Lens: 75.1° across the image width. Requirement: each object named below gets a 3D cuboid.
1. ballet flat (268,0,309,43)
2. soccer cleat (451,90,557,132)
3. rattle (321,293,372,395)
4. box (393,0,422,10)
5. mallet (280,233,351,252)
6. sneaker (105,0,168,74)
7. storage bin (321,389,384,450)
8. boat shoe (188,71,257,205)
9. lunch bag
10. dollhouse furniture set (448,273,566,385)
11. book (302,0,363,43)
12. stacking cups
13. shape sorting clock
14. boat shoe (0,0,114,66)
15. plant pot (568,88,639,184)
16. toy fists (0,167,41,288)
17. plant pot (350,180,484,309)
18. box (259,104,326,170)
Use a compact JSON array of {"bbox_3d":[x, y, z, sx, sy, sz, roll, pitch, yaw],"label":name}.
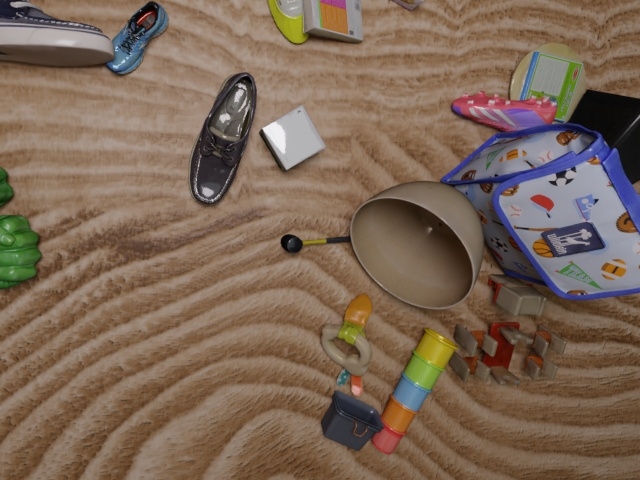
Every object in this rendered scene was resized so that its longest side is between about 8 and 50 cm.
[{"bbox_3d":[-0.076,-0.527,0.846,0.077,0.077,0.231,-17,101,-6],"label":"ballet flat"},{"bbox_3d":[0.436,-0.298,0.995,0.248,0.083,0.095,1,128,-2],"label":"soccer cleat"},{"bbox_3d":[0.084,0.254,1.011,0.130,0.142,0.199,-13,119,20],"label":"rattle"},{"bbox_3d":[0.083,-0.601,0.882,0.324,0.067,0.063,21,92,-16],"label":"box"},{"bbox_3d":[0.000,0.000,0.959,0.190,0.062,0.039,-6,100,-28],"label":"mallet"},{"bbox_3d":[-0.360,-0.395,0.796,0.063,0.073,0.162,36,89,-15],"label":"sneaker"},{"bbox_3d":[0.071,0.446,1.005,0.135,0.098,0.091,29,100,-15],"label":"storage bin"},{"bbox_3d":[-0.200,-0.208,0.849,0.103,0.092,0.285,21,92,-15],"label":"boat shoe"},{"bbox_3d":[0.489,-0.061,0.885,0.239,0.385,0.328,-42,105,-6],"label":"lunch bag"},{"bbox_3d":[0.476,0.232,1.073,0.262,0.135,0.259,3,108,-14],"label":"dollhouse furniture set"},{"bbox_3d":[0.029,-0.479,0.874,0.144,0.035,0.096,-9,99,-37],"label":"book"},{"bbox_3d":[0.224,0.375,1.040,0.096,0.096,0.316,27,95,-15],"label":"stacking cups"},{"bbox_3d":[0.566,-0.379,1.038,0.206,0.040,0.206,-2,105,-6],"label":"shape sorting clock"},{"bbox_3d":[-0.544,-0.402,0.719,0.341,0.127,0.158,-1,96,-10],"label":"boat shoe"},{"bbox_3d":[0.710,-0.234,1.017,0.188,0.187,0.167,28,107,-26],"label":"plant pot"},{"bbox_3d":[-0.632,-0.041,0.766,0.142,0.096,0.279,-22,100,-11],"label":"toy fists"},{"bbox_3d":[0.234,-0.019,0.912,0.191,0.284,0.284,-43,107,-35],"label":"plant pot"},{"bbox_3d":[-0.061,-0.214,0.885,0.102,0.087,0.101,-32,103,-8],"label":"box"}]
